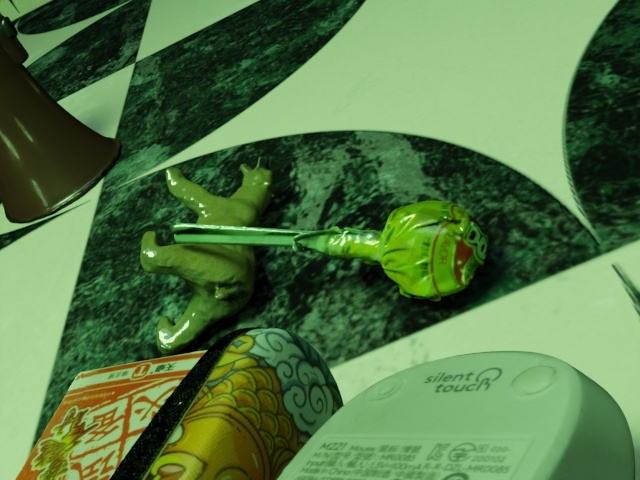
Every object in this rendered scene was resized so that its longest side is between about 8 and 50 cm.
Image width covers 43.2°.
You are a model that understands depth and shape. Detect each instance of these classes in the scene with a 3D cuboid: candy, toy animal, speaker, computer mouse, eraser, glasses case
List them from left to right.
[{"bbox_3d":[-0.479,-0.180,1.106,0.259,0.329,0.198,-28,31,15],"label":"speaker"},{"bbox_3d":[-0.160,0.182,0.590,0.157,0.038,0.230,-12,35,25],"label":"eraser"},{"bbox_3d":[-0.076,0.186,0.436,0.082,0.122,0.321,-3,40,36],"label":"glasses case"},{"bbox_3d":[-0.097,0.001,0.762,0.101,0.103,0.219,-7,34,6],"label":"toy animal"},{"bbox_3d":[0.001,0.001,0.646,0.262,0.073,0.077,3,25,19],"label":"candy"},{"bbox_3d":[0.041,0.172,0.370,0.184,0.121,0.297,-18,15,40],"label":"computer mouse"}]

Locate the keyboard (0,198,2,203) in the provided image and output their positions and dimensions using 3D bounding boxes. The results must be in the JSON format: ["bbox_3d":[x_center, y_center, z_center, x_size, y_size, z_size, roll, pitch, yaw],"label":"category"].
[{"bbox_3d":[-0.502,-0.076,1.250,0.074,0.015,0.196,-3,41,35],"label":"keyboard"}]
